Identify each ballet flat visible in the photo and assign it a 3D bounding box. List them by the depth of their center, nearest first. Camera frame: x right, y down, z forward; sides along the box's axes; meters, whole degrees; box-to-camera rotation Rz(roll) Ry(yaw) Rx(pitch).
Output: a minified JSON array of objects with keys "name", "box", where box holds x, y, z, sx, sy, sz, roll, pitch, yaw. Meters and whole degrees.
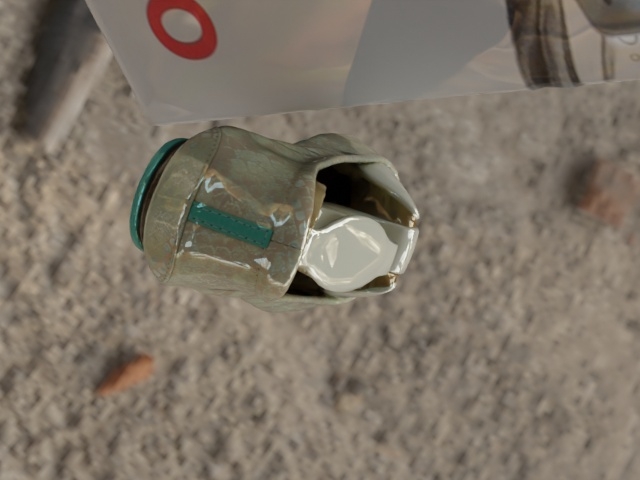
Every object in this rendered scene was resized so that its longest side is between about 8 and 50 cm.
[{"name":"ballet flat","box":[0.000,0.000,0.511,0.168,0.052,0.057,-8,116,-71]}]

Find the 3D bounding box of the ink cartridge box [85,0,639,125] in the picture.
[{"name":"ink cartridge box","box":[0.084,-0.199,0.488,0.166,0.395,0.285,-60,136,-43]}]
